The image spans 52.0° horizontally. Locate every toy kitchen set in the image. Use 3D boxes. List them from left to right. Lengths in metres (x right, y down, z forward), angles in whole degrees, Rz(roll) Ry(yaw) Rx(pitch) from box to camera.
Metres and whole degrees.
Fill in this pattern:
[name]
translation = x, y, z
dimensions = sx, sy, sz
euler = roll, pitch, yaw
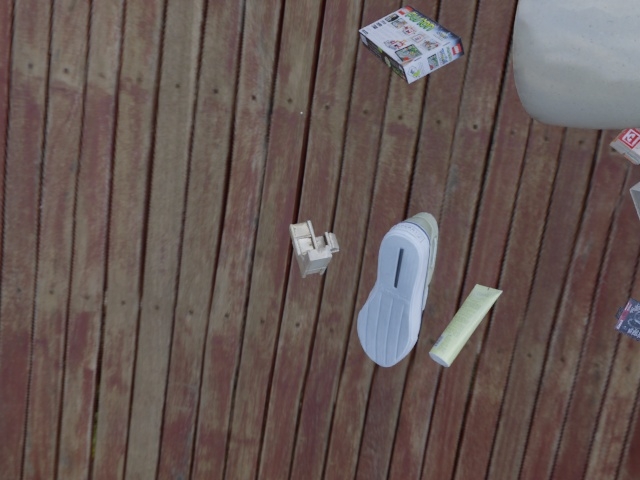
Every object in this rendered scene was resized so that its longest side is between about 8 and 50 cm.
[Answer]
[toy kitchen set]
translation = 0.000, 0.000, 0.972
dimensions = 0.068, 0.075, 0.083
euler = -11, 70, -15

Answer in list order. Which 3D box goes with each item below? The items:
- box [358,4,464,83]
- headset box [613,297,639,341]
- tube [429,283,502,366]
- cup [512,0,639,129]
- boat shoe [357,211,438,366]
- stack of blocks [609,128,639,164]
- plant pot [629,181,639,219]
[box]
translation = 0.161, -0.363, 1.197
dimensions = 0.114, 0.207, 0.036
euler = -28, 129, -2
[headset box]
translation = 0.554, 0.142, 1.132
dimensions = 0.083, 0.032, 0.062
euler = 27, 90, 31
[tube]
translation = 0.371, 0.214, 1.685
dimensions = 0.070, 0.062, 0.240
euler = 33, 74, 18
[cup]
translation = 0.430, -0.272, 0.798
dimensions = 0.331, 0.237, 0.330
euler = -25, 129, -35
[boat shoe]
translation = 0.140, 0.089, 1.094
dimensions = 0.109, 0.094, 0.302
euler = 32, 134, 24
[stack of blocks]
translation = 0.818, -0.285, 1.599
dimensions = 0.087, 0.297, 0.171
euler = 42, 103, 11
[plant pot]
translation = 0.705, -0.086, 1.307
dimensions = 0.096, 0.109, 0.109
euler = -46, 125, -11
